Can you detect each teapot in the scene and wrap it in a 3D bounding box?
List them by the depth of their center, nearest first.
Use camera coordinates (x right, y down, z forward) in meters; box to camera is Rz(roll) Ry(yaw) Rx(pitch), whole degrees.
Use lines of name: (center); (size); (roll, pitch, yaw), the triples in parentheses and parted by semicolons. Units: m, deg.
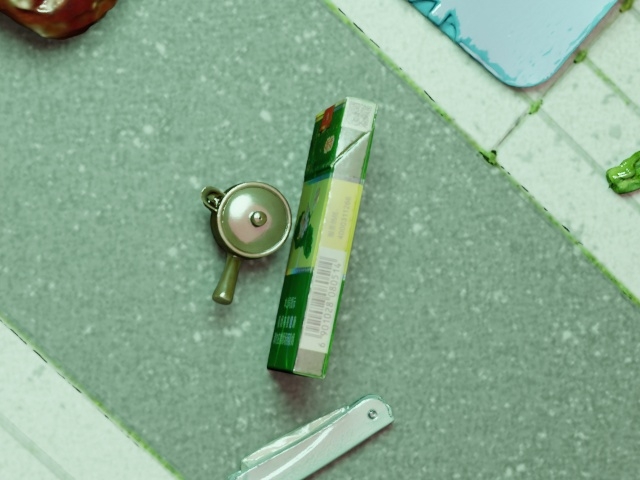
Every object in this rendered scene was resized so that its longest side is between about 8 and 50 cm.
teapot: (-0.077, 0.000, 1.550); (0.085, 0.080, 0.110); (23, 83, -11)

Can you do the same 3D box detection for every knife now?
knife: (-0.011, 0.183, 1.587); (0.162, 0.023, 0.044); (-30, 90, -11)

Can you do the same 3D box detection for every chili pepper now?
chili pepper: (0.299, -0.075, 1.663); (0.091, 0.030, 0.034); (-43, 76, -12)

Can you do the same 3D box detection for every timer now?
timer: (0.178, -0.293, 1.637); (0.232, 0.091, 0.250); (41, 92, -9)

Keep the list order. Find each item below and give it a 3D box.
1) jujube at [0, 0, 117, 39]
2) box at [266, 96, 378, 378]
jujube: (-0.206, -0.285, 1.505); (0.155, 0.155, 0.230); (26, 92, -10)
box: (0.000, 0.000, 1.542); (0.034, 0.132, 0.235); (12, 86, -10)
